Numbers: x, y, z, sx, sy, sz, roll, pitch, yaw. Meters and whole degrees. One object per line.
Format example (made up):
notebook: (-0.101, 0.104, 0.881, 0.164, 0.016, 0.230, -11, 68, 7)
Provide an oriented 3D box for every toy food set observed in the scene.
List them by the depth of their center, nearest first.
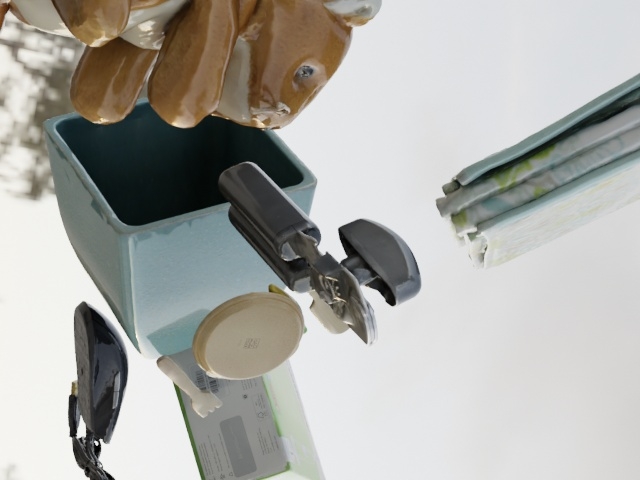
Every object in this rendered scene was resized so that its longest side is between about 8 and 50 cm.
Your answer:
toy food set: (-0.077, 0.099, 1.570, 0.192, 0.132, 0.038, -32, -136, 5)

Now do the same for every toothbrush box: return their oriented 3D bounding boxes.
toothbrush box: (-0.095, 0.245, 1.996, 0.283, 0.122, 0.206, 49, 22, -73)

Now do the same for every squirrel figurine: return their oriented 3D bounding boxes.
squirrel figurine: (-0.115, -0.291, 1.396, 0.281, 0.370, 0.397, -7, -108, 49)

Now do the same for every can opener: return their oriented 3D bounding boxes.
can opener: (0.000, 0.000, 1.356, 0.283, 0.095, 0.076, 46, -23, 54)

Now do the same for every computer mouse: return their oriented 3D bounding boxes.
computer mouse: (-0.287, 0.193, 1.914, 0.184, 0.060, 0.262, -150, -124, -66)

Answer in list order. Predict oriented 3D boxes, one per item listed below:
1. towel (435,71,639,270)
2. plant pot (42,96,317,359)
towel: (0.307, -0.089, 1.622, 0.320, 0.374, 0.090, 46, 19, -80)
plant pot: (-0.172, -0.005, 1.776, 0.247, 0.247, 0.252, 49, -35, 43)
